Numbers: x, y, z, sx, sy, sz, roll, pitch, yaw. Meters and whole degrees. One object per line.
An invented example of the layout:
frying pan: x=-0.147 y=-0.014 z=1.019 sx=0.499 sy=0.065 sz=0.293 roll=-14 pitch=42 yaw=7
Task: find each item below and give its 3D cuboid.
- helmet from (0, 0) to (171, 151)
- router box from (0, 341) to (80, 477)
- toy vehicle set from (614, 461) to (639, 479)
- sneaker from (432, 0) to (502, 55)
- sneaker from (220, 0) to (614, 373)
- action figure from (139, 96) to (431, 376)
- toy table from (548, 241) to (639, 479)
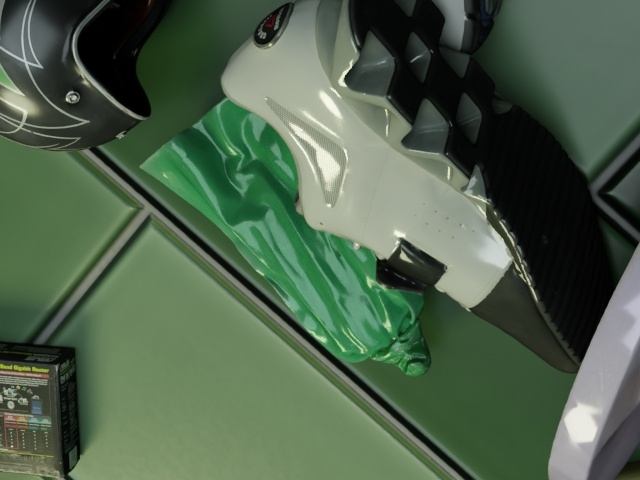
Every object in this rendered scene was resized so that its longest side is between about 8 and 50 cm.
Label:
helmet: x=-0.181 y=-0.143 z=1.152 sx=0.169 sy=0.169 sz=0.161 roll=21 pitch=95 yaw=8
router box: x=-0.244 y=0.124 z=1.314 sx=0.122 sy=0.038 sz=0.092 roll=4 pitch=108 yaw=14
toy vehicle set: x=0.328 y=0.217 z=1.190 sx=0.267 sy=0.035 sz=0.166 roll=-12 pitch=103 yaw=18
sneaker: x=0.042 y=-0.260 z=1.088 sx=0.129 sy=0.111 sz=0.297 roll=3 pitch=106 yaw=20
sneaker: x=0.067 y=-0.030 z=1.126 sx=0.146 sy=0.122 sz=0.330 roll=-19 pitch=123 yaw=37
action figure: x=0.000 y=0.000 z=1.198 sx=0.137 sy=0.063 sz=0.232 roll=-36 pitch=91 yaw=20
toy table: x=0.266 y=0.070 z=1.065 sx=0.161 sy=0.252 sz=0.274 roll=30 pitch=118 yaw=22
